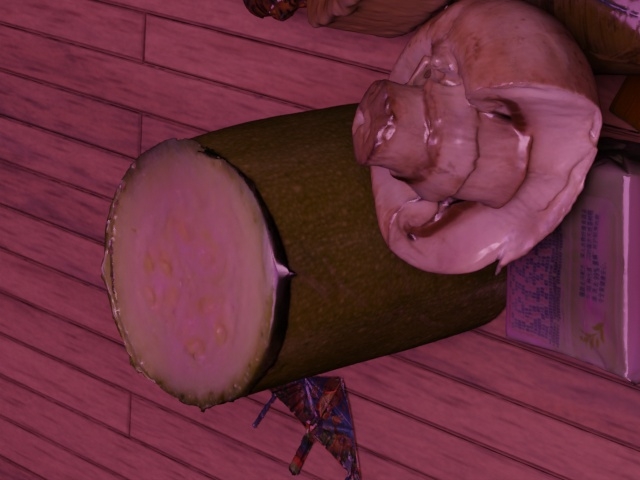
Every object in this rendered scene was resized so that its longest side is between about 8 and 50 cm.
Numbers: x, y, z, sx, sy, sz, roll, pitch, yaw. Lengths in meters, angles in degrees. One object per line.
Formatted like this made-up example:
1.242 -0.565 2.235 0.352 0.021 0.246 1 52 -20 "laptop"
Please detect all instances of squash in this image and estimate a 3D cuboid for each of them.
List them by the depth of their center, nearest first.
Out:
0.000 0.000 1.654 0.263 0.384 0.263 11 106 41 "squash"

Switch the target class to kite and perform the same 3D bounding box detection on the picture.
-0.007 0.218 1.970 0.183 0.010 0.160 44 127 25 "kite"

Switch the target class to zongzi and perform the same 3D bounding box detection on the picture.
0.232 -0.300 1.533 0.286 0.138 0.300 6 97 48 "zongzi"

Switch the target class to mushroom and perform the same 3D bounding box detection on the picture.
0.119 -0.110 1.472 0.189 0.195 0.253 -101 29 -46 "mushroom"

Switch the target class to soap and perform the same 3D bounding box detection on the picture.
0.271 0.012 1.554 0.182 0.138 0.199 18 113 55 "soap"

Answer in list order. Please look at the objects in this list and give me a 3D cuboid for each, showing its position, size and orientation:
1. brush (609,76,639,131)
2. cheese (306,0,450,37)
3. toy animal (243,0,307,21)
0.362 -0.232 1.510 0.085 0.020 0.336 43 125 25 "brush"
0.086 -0.338 1.548 0.384 0.104 0.384 -172 90 -79 "cheese"
-0.081 -0.339 1.823 0.114 0.116 0.255 -39 74 40 "toy animal"
